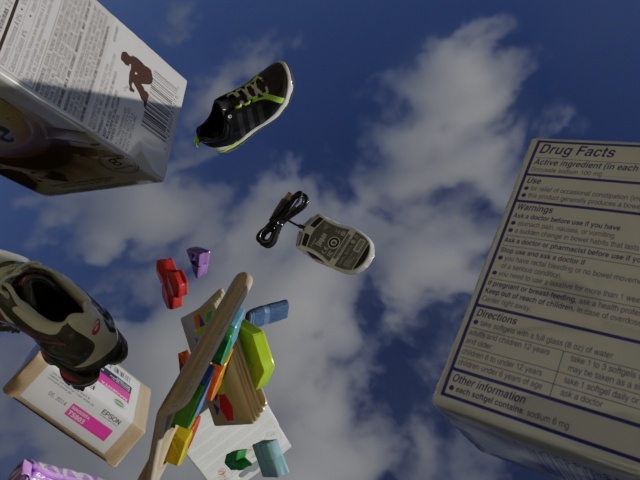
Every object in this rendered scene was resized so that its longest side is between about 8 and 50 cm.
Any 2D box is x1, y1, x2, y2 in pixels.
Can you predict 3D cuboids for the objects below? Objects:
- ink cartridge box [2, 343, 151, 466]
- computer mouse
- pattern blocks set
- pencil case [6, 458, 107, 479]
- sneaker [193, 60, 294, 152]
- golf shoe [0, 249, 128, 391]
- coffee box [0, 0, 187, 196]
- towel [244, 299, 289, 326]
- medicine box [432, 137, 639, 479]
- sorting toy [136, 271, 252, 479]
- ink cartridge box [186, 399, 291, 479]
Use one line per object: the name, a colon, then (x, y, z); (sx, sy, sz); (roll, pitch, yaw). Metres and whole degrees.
ink cartridge box: (-0.430, 0.274, 1.089); (0.088, 0.234, 0.193); (-47, -163, -2)
computer mouse: (0.000, 0.000, 0.899); (0.193, 0.042, 0.106); (29, -101, 29)
pattern blocks set: (-0.140, 0.167, 0.834); (0.026, 0.325, 0.285); (-15, -179, -35)
pencil case: (-0.327, 0.360, 0.816); (0.088, 0.206, 0.086); (-46, -142, 22)
sneaker: (-0.147, -0.247, 1.124); (0.234, 0.097, 0.084); (-42, -113, 22)
golf shoe: (-0.341, 0.058, 0.694); (0.272, 0.120, 0.105); (25, -130, 16)
coffee box: (-0.273, -0.151, 0.474); (0.168, 0.297, 0.119); (-4, -112, 28)
towel: (-0.141, 0.191, 1.561); (0.119, 0.067, 0.029); (-13, -134, -28)
medicine box: (0.283, 0.070, 0.508); (0.263, 0.149, 0.289); (11, -115, 37)
sorting toy: (-0.133, 0.161, 0.652); (0.038, 0.208, 0.193); (25, -140, -2)
ink cartridge box: (-0.142, 0.308, 0.952); (0.145, 0.179, 0.045); (-34, -144, -16)
